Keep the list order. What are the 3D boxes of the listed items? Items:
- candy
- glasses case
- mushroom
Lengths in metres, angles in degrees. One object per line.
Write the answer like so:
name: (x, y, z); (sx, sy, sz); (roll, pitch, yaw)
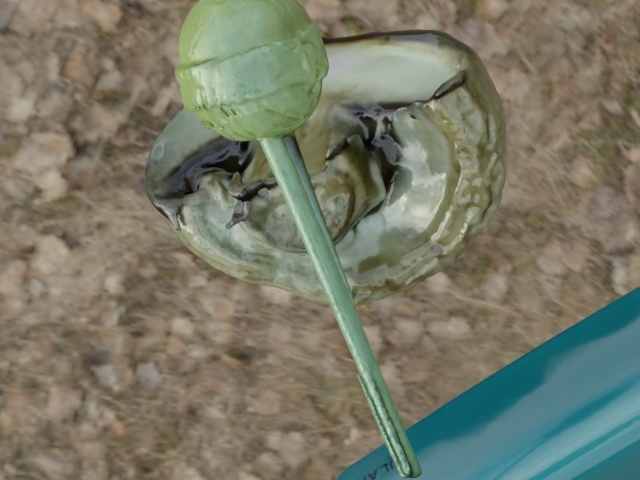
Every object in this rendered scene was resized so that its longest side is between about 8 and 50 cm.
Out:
candy: (0.000, 0.000, 1.019); (0.092, 0.093, 0.336); (-18, 102, 17)
glasses case: (0.152, 0.135, 1.138); (0.301, 0.070, 0.117); (-35, 48, 13)
mushroom: (0.014, -0.049, 1.255); (0.267, 0.164, 0.189); (-26, 32, 2)
